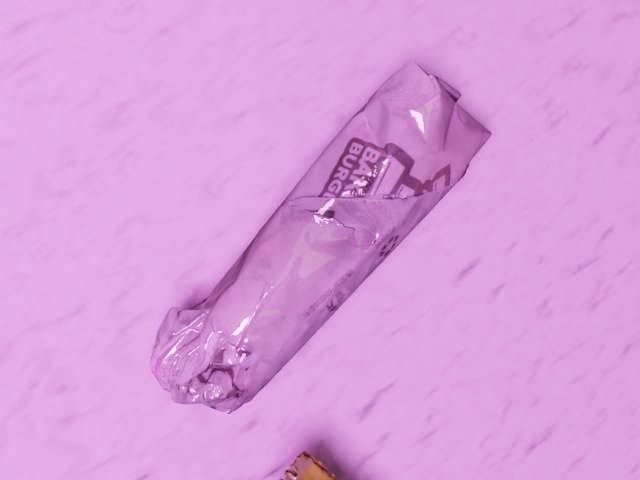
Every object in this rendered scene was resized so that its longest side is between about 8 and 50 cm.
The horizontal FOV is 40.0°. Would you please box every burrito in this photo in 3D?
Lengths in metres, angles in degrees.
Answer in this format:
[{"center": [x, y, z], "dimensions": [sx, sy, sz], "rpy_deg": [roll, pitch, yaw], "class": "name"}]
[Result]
[{"center": [0.000, 0.000, 0.417], "dimensions": [0.064, 0.064, 0.203], "rpy_deg": [44, 89, -12], "class": "burrito"}]

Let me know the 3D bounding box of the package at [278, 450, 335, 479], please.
[{"center": [-0.013, 0.230, 0.423], "dimensions": [0.168, 0.090, 0.226], "rpy_deg": [43, 78, -22], "class": "package"}]
